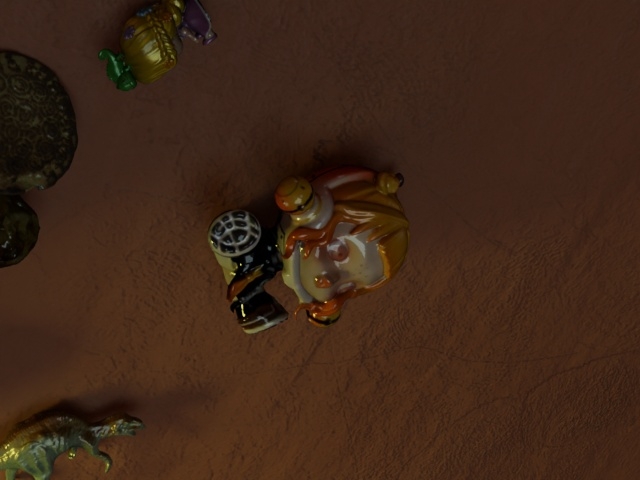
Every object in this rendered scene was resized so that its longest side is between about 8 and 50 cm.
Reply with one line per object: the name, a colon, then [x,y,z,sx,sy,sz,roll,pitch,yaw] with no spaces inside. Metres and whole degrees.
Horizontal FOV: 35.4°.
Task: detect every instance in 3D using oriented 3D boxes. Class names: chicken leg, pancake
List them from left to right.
chicken leg: [-0.539,-0.039,1.296,0.361,0.212,0.140,16,75,-34]
pancake: [-0.403,-0.151,1.310,0.199,0.021,0.199,9,76,-40]

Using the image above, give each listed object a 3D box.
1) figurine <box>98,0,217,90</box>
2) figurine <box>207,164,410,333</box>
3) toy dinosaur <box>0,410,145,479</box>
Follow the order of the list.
figurine: [-0.228,-0.277,1.327,0.156,0.095,0.115,-36,119,-6]
figurine: [-0.003,-0.003,1.547,0.323,0.196,0.320,-15,138,-4]
toy dinosaur: [-0.498,0.372,1.673,0.393,0.092,0.205,3,122,-22]
